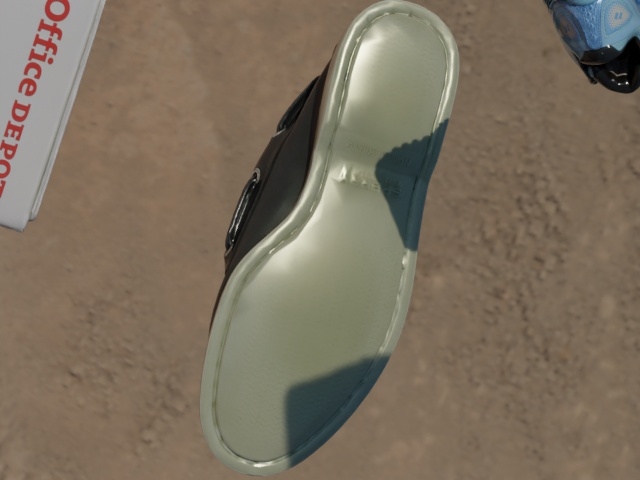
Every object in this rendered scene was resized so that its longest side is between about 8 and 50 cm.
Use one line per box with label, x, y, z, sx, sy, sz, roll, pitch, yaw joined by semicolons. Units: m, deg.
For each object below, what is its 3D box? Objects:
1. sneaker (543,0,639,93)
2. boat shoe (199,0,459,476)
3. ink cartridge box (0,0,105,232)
sneaker;0.163;-0.116;0.805;0.162;0.063;0.073;1;76;-66
boat shoe;-0.004;-0.002;0.991;0.127;0.113;0.340;17;84;-14
ink cartridge box;-0.213;-0.103;0.686;0.191;0.082;0.139;17;109;-15
